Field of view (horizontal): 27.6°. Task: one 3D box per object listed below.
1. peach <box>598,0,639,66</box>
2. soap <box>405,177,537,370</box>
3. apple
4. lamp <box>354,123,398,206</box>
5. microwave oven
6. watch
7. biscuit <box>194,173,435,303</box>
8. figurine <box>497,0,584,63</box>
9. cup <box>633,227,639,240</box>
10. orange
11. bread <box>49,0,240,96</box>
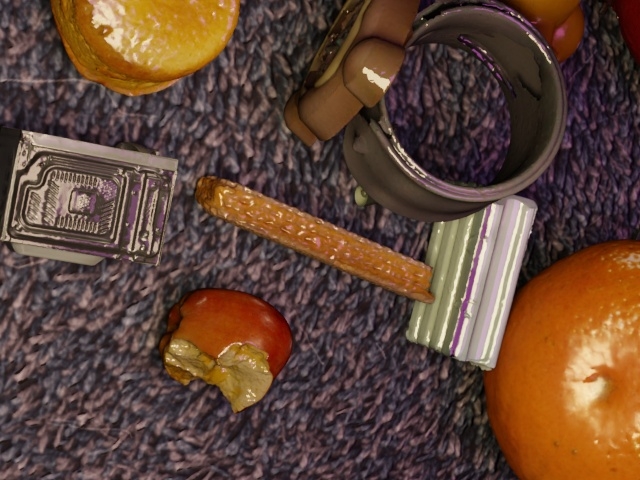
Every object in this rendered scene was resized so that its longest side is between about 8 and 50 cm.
[{"bbox_3d":[0.609,-0.396,1.918,0.339,0.353,0.417,-37,108,-20],"label":"peach"},{"bbox_3d":[0.218,0.049,1.897,0.094,0.150,0.261,13,92,-24],"label":"soap"},{"bbox_3d":[-0.128,0.134,1.740,0.158,0.156,0.147,38,64,-15],"label":"apple"},{"bbox_3d":[0.084,-0.108,1.875,0.054,0.041,0.121,-1,100,-34],"label":"lamp"},{"bbox_3d":[-0.302,-0.054,1.641,0.208,0.122,0.162,10,92,-27],"label":"microwave oven"},{"bbox_3d":[0.166,-0.209,1.735,0.326,0.314,0.335,28,73,-13],"label":"watch"},{"bbox_3d":[0.000,0.000,1.815,0.378,0.094,0.054,23,87,-26],"label":"biscuit"},{"bbox_3d":[0.304,-0.353,1.854,0.215,0.228,0.215,8,57,-13],"label":"figurine"},{"bbox_3d":[0.614,0.052,2.092,0.199,0.199,0.150,-37,129,-17],"label":"cup"},{"bbox_3d":[0.452,0.208,1.904,0.326,0.424,0.424,16,90,-62],"label":"orange"},{"bbox_3d":[-0.215,-0.314,1.637,0.268,0.145,0.268,-5,101,-29],"label":"bread"}]
